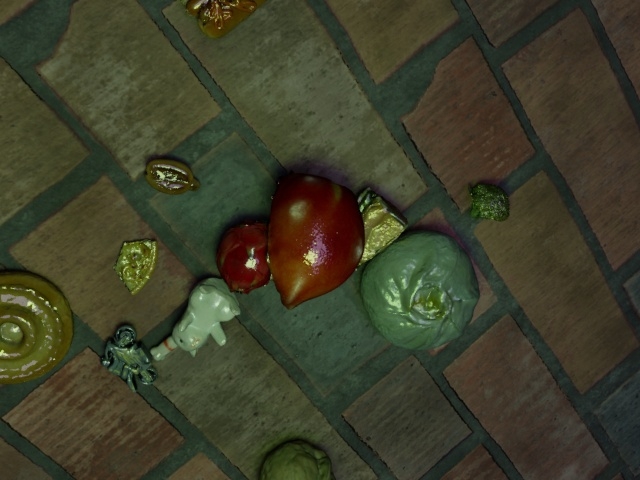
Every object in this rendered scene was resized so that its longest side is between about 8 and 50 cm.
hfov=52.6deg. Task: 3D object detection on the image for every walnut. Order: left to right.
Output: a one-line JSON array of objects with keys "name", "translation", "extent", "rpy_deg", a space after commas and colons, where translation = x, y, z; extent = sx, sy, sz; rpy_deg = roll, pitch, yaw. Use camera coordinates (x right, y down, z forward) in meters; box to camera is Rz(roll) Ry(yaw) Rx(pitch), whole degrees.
[{"name": "walnut", "translation": [-0.064, 0.716, 1.886], "extent": [0.248, 0.248, 0.248], "rpy_deg": [-4, 106, -16]}]

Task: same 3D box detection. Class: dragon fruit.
[{"name": "dragon fruit", "translation": [-0.186, 0.040, 1.687], "extent": [0.172, 0.172, 0.209], "rpy_deg": [14, 86, -20]}]

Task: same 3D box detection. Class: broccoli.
[{"name": "broccoli", "translation": [0.491, -0.106, 1.889], "extent": [0.131, 0.130, 0.120], "rpy_deg": [-13, 155, -41]}]

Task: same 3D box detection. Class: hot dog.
[{"name": "hot dog", "translation": [-0.373, -0.161, 1.639], "extent": [0.140, 0.060, 0.089], "rpy_deg": [8, 106, -12]}, {"name": "hot dog", "translation": [-0.174, -0.630, 1.533], "extent": [0.349, 0.117, 0.158], "rpy_deg": [-39, 113, -4]}]

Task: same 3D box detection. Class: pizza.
[{"name": "pizza", "translation": [-0.480, 0.063, 1.677], "extent": [0.099, 0.036, 0.160], "rpy_deg": [23, 97, -21]}]

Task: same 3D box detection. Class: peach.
[{"name": "peach", "translation": [0.000, 0.000, 1.641], "extent": [0.258, 0.201, 0.361], "rpy_deg": [38, 55, -56]}]

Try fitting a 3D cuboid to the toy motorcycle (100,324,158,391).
[{"name": "toy motorcycle", "translation": [-0.519, 0.320, 1.724], "extent": [0.124, 0.061, 0.193], "rpy_deg": [-20, 112, -1]}]

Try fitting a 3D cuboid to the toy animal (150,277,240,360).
[{"name": "toy animal", "translation": [-0.328, 0.235, 1.717], "extent": [0.141, 0.138, 0.282], "rpy_deg": [30, 96, -26]}]

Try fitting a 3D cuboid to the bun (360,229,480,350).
[{"name": "bun", "translation": [0.292, 0.152, 1.844], "extent": [0.362, 0.211, 0.361], "rpy_deg": [-4, 107, -14]}]

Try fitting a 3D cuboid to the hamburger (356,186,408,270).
[{"name": "hamburger", "translation": [0.127, -0.031, 1.804], "extent": [0.155, 0.135, 0.207], "rpy_deg": [38, 106, -7]}]

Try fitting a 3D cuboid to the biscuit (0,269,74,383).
[{"name": "biscuit", "translation": [-0.766, 0.220, 1.603], "extent": [0.296, 0.102, 0.296], "rpy_deg": [-4, 104, -17]}]
